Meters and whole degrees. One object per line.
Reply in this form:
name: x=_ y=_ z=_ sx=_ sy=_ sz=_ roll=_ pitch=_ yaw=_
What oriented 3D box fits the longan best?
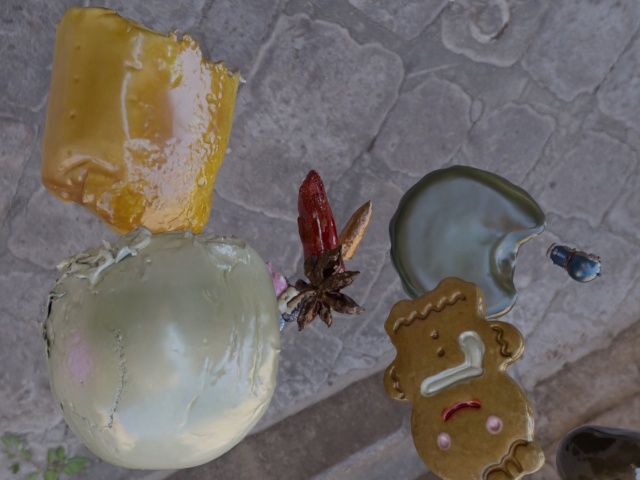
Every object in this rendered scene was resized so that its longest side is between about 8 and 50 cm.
longan: x=0.568 y=0.455 z=1.103 sx=0.198 sy=0.212 sz=0.198 roll=-2 pitch=93 yaw=-62

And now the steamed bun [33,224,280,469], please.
steamed bun: x=-0.227 y=0.144 z=0.759 sx=0.333 sy=0.312 sz=0.233 roll=-24 pitch=156 yaw=34

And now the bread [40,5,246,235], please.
bread: x=-0.295 y=-0.193 z=1.042 sx=0.361 sy=0.250 sz=0.395 roll=11 pitch=83 yaw=-56

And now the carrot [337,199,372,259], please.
carrot: x=0.101 y=-0.038 z=1.618 sx=0.072 sy=0.072 sz=0.205 roll=4 pitch=132 yaw=-30

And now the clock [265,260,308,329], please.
clock: x=-0.157 y=0.192 z=1.789 sx=0.195 sy=0.100 sz=0.194 roll=41 pitch=69 yaw=0

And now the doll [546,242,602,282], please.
doll: x=0.691 y=0.060 z=1.542 sx=0.114 sy=0.152 sz=0.086 roll=19 pitch=103 yaw=-47

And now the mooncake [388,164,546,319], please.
mooncake: x=0.313 y=0.011 z=1.278 sx=0.351 sy=0.351 sz=0.187 roll=-44 pitch=172 yaw=1

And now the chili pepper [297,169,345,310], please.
chili pepper: x=0.000 y=0.000 z=1.545 sx=0.110 sy=0.110 sz=0.388 roll=-7 pitch=84 yaw=-25

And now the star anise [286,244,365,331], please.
star anise: x=0.010 y=0.113 z=1.343 sx=0.111 sy=0.196 sz=0.213 roll=36 pitch=62 yaw=-63

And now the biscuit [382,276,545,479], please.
biscuit: x=0.157 y=0.168 z=0.662 sx=0.184 sy=0.249 sz=0.035 roll=-29 pitch=148 yaw=29
